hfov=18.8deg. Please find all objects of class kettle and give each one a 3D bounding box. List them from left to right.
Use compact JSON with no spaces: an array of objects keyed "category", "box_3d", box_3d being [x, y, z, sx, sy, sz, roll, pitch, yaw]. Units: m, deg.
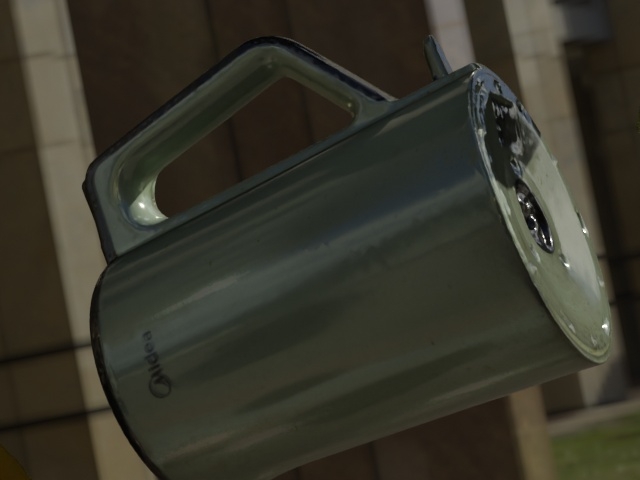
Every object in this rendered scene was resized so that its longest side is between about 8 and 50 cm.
[{"category":"kettle","box_3d":[0.000,0.000,1.591,0.376,0.361,0.250,-24,-9,20]}]

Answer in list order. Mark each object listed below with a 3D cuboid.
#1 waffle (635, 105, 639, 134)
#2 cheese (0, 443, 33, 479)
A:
[{"category":"waffle","box_3d":[0.498,-0.135,2.071,0.317,0.297,0.073,3,-37,-1]},{"category":"cheese","box_3d":[-0.279,0.206,1.525,0.126,0.171,0.093,11,49,37]}]
